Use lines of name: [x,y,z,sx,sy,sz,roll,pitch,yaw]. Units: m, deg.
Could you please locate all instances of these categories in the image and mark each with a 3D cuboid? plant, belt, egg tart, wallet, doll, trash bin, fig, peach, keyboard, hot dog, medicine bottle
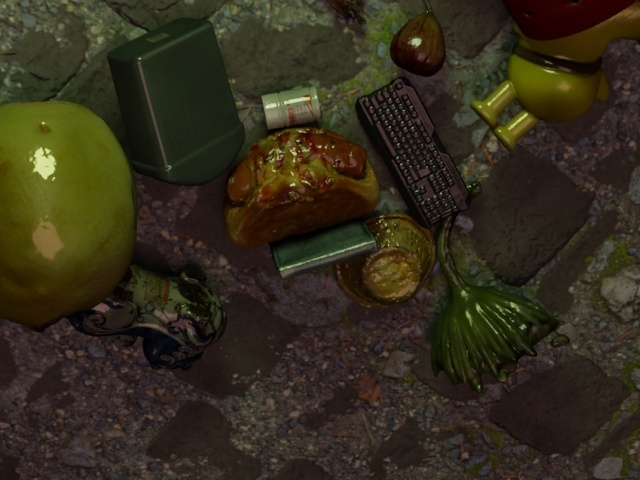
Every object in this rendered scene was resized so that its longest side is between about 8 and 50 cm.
plant: [0.262,0.091,2.155,0.251,0.180,0.334,-28,88,13]
belt: [0.409,-0.428,1.777,0.323,0.227,0.115,-34,122,13]
egg tart: [0.115,0.042,2.093,0.191,0.074,0.191,-4,118,-7]
wallet: [0.001,0.002,1.965,0.167,0.222,0.036,-17,107,-3]
doll: [0.398,-0.298,1.905,0.363,0.145,0.199,-42,113,7]
trash bin: [-0.214,-0.198,1.843,0.176,0.101,0.236,-32,124,-33]
fig: [0.161,-0.319,1.893,0.088,0.089,0.125,18,93,-19]
peach: [-0.414,-0.041,1.823,0.314,0.281,0.316,-30,81,28]
keyboard: [0.155,-0.141,2.005,0.106,0.016,0.262,-28,114,7]
hot dog: [-0.039,-0.092,1.934,0.256,0.150,0.153,-16,145,0]
medicine bottle: [-0.046,-0.209,1.925,0.089,0.057,0.057,-11,121,-4]

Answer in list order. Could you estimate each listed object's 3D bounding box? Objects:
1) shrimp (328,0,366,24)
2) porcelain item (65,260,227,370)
shrimp: [0.034,-0.407,1.834,0.101,0.042,0.190,-25,120,-4]
porcelain item: [-0.304,0.120,2.043,0.288,0.138,0.186,17,133,-24]
